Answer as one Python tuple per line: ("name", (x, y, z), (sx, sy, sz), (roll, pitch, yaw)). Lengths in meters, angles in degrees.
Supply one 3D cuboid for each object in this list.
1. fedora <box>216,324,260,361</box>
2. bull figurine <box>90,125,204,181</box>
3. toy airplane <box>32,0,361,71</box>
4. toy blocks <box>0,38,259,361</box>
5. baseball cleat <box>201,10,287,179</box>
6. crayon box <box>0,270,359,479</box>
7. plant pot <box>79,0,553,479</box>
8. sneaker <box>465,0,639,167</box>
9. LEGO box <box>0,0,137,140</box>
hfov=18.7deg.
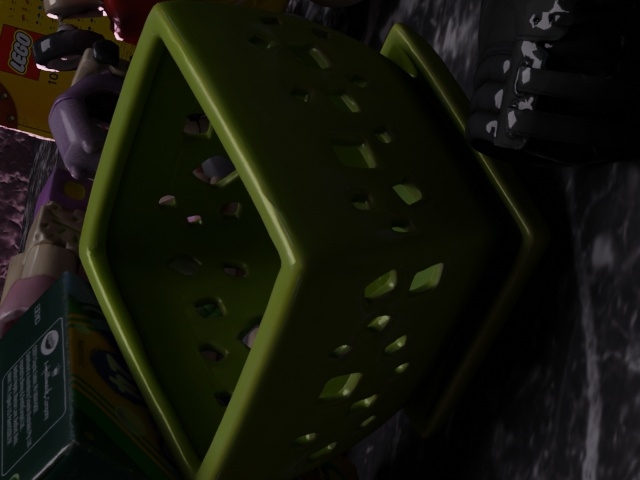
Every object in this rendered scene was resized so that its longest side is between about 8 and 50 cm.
("fedora", (-0.150, 0.161, 1.798), (0.275, 0.243, 0.124), (-79, -21, -47))
("bull figurine", (-0.163, -0.065, 2.050), (0.101, 0.188, 0.310), (-44, 30, 6))
("toy airplane", (-0.067, -0.215, 1.695), (0.384, 0.272, 0.386), (-81, -25, -52))
("toy blocks", (-0.112, 0.072, 1.499), (0.309, 0.288, 0.260), (120, 163, -44))
("baseball cleat", (-0.071, -0.146, 1.922), (0.109, 0.072, 0.206), (164, 113, -66))
("crayon box", (-0.065, 0.178, 1.291), (0.083, 0.323, 0.203), (-45, 27, 16))
("plant pot", (0.000, 0.000, 1.205), (0.228, 0.207, 0.227), (61, 143, 35))
("sneaker", (0.153, -0.125, 1.035), (0.296, 0.104, 0.147), (126, 150, -70))
("LEGO box", (-0.233, -0.383, 2.294), (0.372, 0.193, 0.500), (-76, 1, -77))
